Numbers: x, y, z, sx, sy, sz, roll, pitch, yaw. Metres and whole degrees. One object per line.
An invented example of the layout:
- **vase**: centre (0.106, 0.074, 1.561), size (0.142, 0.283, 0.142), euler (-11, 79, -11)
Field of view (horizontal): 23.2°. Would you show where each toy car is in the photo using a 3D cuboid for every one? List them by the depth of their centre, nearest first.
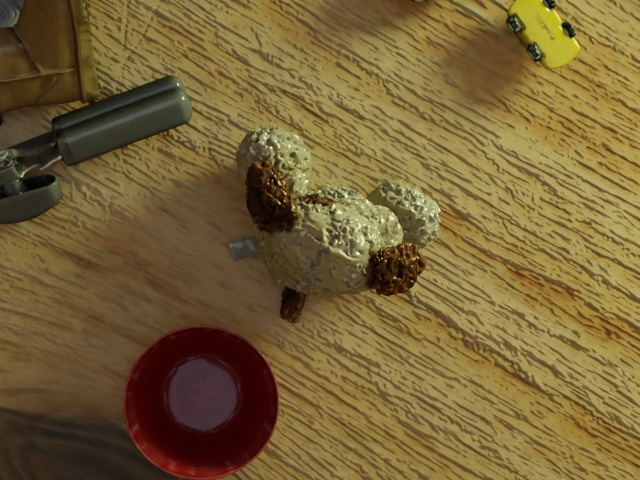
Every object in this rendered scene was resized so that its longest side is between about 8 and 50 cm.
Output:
- **toy car**: centre (0.199, -0.323, 1.891), size (0.224, 0.053, 0.239), euler (-2, 91, -3)

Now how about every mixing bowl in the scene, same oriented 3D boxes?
- **mixing bowl**: centre (-0.140, 0.187, 1.857), size (0.181, 0.098, 0.182), euler (0, 92, -3)

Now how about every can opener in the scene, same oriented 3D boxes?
- **can opener**: centre (-0.285, -0.104, 1.869), size (0.283, 0.076, 0.095), euler (-21, 124, -3)

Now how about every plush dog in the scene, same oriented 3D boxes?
- **plush dog**: centre (0.000, 0.000, 1.798), size (0.262, 0.225, 0.211), euler (24, 89, -4)

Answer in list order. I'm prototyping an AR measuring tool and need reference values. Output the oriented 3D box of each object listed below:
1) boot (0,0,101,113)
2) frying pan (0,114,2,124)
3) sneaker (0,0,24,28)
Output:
- **boot**: centre (-0.396, -0.225, 1.778), size (0.269, 0.089, 0.236), euler (-11, 126, -10)
- **frying pan**: centre (-0.553, -0.216, 1.854), size (0.197, 0.053, 0.326), euler (-36, 90, -1)
- **sneaker**: centre (-0.441, -0.338, 1.825), size (0.268, 0.153, 0.101), euler (16, 125, -36)
